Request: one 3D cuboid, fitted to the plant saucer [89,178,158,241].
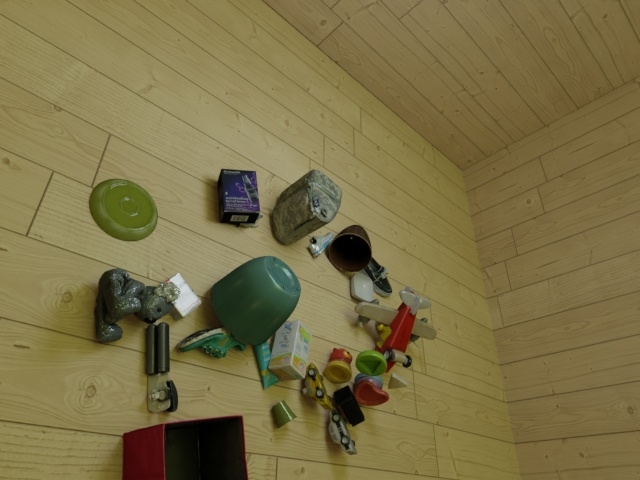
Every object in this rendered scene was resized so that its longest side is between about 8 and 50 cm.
[{"bbox_3d":[-0.673,-0.115,1.599,0.241,0.037,0.241,27,49,-36],"label":"plant saucer"}]

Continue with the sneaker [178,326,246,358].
[{"bbox_3d":[-0.365,0.361,1.610,0.275,0.107,0.110,1,76,-48],"label":"sneaker"}]

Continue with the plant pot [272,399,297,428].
[{"bbox_3d":[-0.141,0.643,1.713,0.083,0.083,0.079,-10,63,-50],"label":"plant pot"}]

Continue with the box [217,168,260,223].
[{"bbox_3d":[-0.343,-0.183,1.913,0.153,0.108,0.207,0,66,-22],"label":"box"}]

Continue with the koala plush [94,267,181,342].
[{"bbox_3d":[-0.562,0.188,1.426,0.221,0.196,0.203,10,42,-41],"label":"koala plush"}]

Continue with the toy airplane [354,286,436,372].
[{"bbox_3d":[0.371,0.404,2.266,0.384,0.272,0.386,-27,104,-20],"label":"toy airplane"}]

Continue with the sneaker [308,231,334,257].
[{"bbox_3d":[0.000,0.000,2.258,0.083,0.071,0.191,48,40,-7],"label":"sneaker"}]

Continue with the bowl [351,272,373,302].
[{"bbox_3d":[0.205,0.246,2.348,0.142,0.053,0.142,28,49,-36],"label":"bowl"}]

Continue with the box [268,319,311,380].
[{"bbox_3d":[-0.116,0.433,1.806,0.114,0.103,0.203,56,31,-38],"label":"box"}]

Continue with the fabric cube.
[{"bbox_3d":[-0.383,0.648,1.288,0.254,0.258,0.259,14,58,-44],"label":"fabric cube"}]

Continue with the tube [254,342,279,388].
[{"bbox_3d":[-0.214,0.456,1.765,0.080,0.052,0.207,-11,83,-46],"label":"tube"}]

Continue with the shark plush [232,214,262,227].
[{"bbox_3d":[-0.326,-0.086,1.982,0.161,0.073,0.067,-24,66,-31],"label":"shark plush"}]

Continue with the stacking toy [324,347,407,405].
[{"bbox_3d":[0.205,0.559,1.995,0.309,0.279,0.130,45,30,-18],"label":"stacking toy"}]

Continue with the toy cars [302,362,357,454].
[{"bbox_3d":[0.023,0.689,1.848,0.394,0.087,0.176,62,2,-2],"label":"toy cars"}]

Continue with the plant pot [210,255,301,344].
[{"bbox_3d":[-0.214,0.197,1.688,0.293,0.235,0.293,42,20,-20],"label":"plant pot"}]

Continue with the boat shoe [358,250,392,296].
[{"bbox_3d":[0.305,0.176,2.459,0.306,0.105,0.113,51,40,-13],"label":"boat shoe"}]

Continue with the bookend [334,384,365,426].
[{"bbox_3d":[0.125,0.703,1.897,0.157,0.072,0.156,63,-2,-1],"label":"bookend"}]

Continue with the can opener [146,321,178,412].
[{"bbox_3d":[-0.509,0.403,1.460,0.093,0.074,0.280,58,20,-70],"label":"can opener"}]

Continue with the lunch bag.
[{"bbox_3d":[-0.064,-0.135,2.075,0.212,0.305,0.256,38,43,-27],"label":"lunch bag"}]

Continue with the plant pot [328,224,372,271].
[{"bbox_3d":[0.168,0.012,2.348,0.215,0.215,0.230,50,26,-14],"label":"plant pot"}]

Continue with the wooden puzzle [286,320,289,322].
[{"bbox_3d":[-0.173,0.308,1.922,0.078,0.014,0.116,-18,82,-56],"label":"wooden puzzle"}]

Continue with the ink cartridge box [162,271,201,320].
[{"bbox_3d":[-0.496,0.195,1.594,0.135,0.056,0.099,55,39,-8],"label":"ink cartridge box"}]
